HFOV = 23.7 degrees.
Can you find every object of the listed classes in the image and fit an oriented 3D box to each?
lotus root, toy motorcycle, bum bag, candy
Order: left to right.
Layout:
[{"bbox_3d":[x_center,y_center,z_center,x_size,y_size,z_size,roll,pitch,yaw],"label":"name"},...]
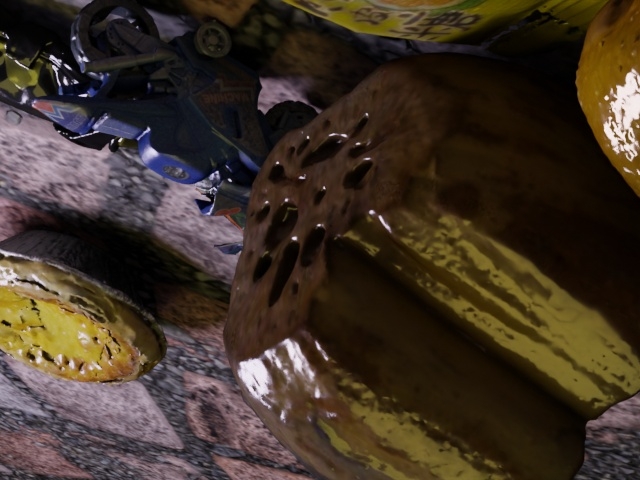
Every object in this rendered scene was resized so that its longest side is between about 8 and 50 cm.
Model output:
[{"bbox_3d":[-0.223,-0.127,1.118,0.232,0.060,0.107,29,158,1],"label":"bum bag"},{"bbox_3d":[-0.089,-0.083,1.046,0.205,0.114,0.076,29,155,-18],"label":"toy motorcycle"},{"bbox_3d":[0.044,-0.168,0.811,0.297,0.081,0.187,19,158,-23],"label":"candy"},{"bbox_3d":[0.079,0.040,0.941,0.250,0.316,0.316,30,153,-16],"label":"lotus root"}]

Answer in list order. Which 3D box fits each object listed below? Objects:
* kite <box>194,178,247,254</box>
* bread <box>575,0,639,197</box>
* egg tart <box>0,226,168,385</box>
[{"bbox_3d":[0.000,0.000,1.228,0.234,0.016,0.321,-11,135,48],"label":"kite"},{"bbox_3d":[0.310,-0.052,0.739,0.328,0.148,0.337,24,154,-20],"label":"bread"},{"bbox_3d":[-0.252,0.057,1.478,0.234,0.094,0.234,17,152,9],"label":"egg tart"}]
